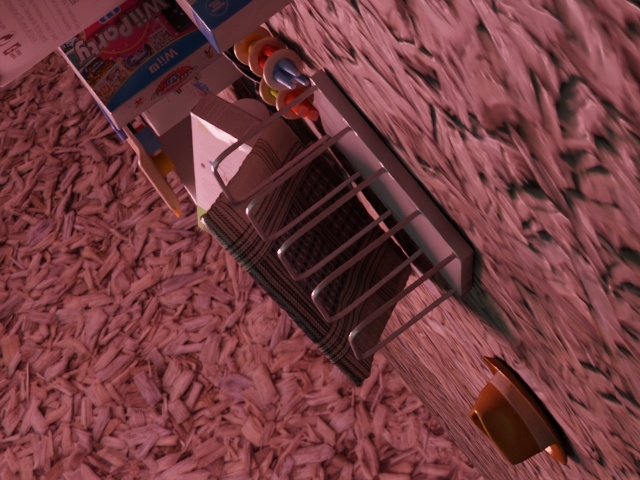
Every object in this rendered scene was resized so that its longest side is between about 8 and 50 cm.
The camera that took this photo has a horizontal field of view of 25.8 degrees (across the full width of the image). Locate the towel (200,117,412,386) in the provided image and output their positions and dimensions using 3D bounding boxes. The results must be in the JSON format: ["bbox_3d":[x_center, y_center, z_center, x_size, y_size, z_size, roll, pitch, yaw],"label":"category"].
[{"bbox_3d":[0.000,0.000,1.884,0.312,0.056,0.324,47,-150,-12],"label":"towel"}]

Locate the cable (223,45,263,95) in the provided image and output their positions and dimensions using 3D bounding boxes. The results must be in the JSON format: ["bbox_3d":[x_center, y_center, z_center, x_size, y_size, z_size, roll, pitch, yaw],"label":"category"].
[{"bbox_3d":[-0.096,-0.250,1.885,0.150,0.047,0.184,47,172,48],"label":"cable"}]

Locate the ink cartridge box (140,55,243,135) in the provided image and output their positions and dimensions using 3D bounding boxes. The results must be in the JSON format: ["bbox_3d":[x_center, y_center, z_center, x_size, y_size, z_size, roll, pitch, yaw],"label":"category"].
[{"bbox_3d":[-0.236,-0.278,2.264,0.127,0.176,0.128,56,174,-21],"label":"ink cartridge box"}]

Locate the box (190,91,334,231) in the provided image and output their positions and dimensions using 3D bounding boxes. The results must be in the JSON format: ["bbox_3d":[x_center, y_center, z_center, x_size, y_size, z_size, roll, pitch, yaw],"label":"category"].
[{"bbox_3d":[-0.093,-0.069,2.195,0.232,0.058,0.322,31,150,15],"label":"box"}]

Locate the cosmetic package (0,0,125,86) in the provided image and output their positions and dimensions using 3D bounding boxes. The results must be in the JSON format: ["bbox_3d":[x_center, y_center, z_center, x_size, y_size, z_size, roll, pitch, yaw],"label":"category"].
[{"bbox_3d":[-0.451,-0.483,1.896,0.393,0.327,0.329,53,176,6],"label":"cosmetic package"}]

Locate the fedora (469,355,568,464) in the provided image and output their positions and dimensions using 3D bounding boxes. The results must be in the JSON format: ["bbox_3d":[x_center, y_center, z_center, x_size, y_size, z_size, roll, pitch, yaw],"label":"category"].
[{"bbox_3d":[0.261,0.250,1.936,0.194,0.079,0.194,52,175,7],"label":"fedora"}]

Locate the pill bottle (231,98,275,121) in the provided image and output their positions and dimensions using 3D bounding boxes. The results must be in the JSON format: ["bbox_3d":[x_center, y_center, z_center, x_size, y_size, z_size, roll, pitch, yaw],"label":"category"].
[{"bbox_3d":[-0.102,-0.153,2.280,0.112,0.112,0.186,51,175,25],"label":"pill bottle"}]

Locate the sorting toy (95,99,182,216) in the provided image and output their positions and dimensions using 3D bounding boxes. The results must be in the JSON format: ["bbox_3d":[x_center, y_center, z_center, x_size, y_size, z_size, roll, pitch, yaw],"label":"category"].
[{"bbox_3d":[-0.298,-0.165,2.345,0.196,0.047,0.347,55,177,30],"label":"sorting toy"}]

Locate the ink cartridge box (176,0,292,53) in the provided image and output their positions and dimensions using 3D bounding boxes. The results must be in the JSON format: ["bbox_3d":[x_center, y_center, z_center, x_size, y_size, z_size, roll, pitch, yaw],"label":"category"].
[{"bbox_3d":[-0.118,-0.292,1.415,0.180,0.104,0.060,51,175,16],"label":"ink cartridge box"}]

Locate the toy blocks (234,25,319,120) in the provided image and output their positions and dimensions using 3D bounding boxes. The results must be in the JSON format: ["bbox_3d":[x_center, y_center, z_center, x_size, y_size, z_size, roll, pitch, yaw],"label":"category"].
[{"bbox_3d":[-0.040,-0.193,1.722,0.123,0.054,0.148,57,174,-35],"label":"toy blocks"}]

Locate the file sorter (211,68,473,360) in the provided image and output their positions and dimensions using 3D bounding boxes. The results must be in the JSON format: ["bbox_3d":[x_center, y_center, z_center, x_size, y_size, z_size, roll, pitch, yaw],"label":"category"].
[{"bbox_3d":[0.028,-0.018,1.644,0.277,0.173,0.193,51,176,15],"label":"file sorter"}]

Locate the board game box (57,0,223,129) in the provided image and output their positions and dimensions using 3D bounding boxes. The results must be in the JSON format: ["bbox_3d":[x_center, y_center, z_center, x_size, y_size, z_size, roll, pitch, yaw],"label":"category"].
[{"bbox_3d":[-0.312,-0.357,2.130,0.303,0.224,0.097,51,172,9],"label":"board game box"}]

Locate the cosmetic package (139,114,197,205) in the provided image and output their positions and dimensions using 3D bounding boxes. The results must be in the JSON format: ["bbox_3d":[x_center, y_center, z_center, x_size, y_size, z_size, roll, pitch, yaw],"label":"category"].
[{"bbox_3d":[-0.161,-0.122,2.563,0.284,0.097,0.377,59,-169,11],"label":"cosmetic package"}]
